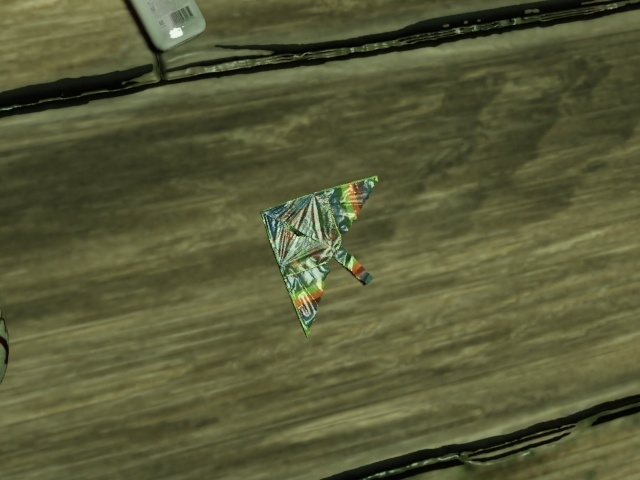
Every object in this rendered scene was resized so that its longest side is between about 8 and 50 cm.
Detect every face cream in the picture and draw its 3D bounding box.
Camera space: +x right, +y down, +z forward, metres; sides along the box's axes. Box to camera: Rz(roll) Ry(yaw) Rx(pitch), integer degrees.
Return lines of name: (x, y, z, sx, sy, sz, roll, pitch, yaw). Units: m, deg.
face cream: (-0.109, -0.167, 0.964, 0.040, 0.021, 0.083, -29, 94, -21)

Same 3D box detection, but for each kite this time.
kite: (0.000, 0.000, 0.992, 0.090, 0.004, 0.122, 33, 74, -13)

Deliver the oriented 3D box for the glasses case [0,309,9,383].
glasses case: (-0.307, 0.158, 0.819, 0.137, 0.085, 0.355, 34, 74, -12)
